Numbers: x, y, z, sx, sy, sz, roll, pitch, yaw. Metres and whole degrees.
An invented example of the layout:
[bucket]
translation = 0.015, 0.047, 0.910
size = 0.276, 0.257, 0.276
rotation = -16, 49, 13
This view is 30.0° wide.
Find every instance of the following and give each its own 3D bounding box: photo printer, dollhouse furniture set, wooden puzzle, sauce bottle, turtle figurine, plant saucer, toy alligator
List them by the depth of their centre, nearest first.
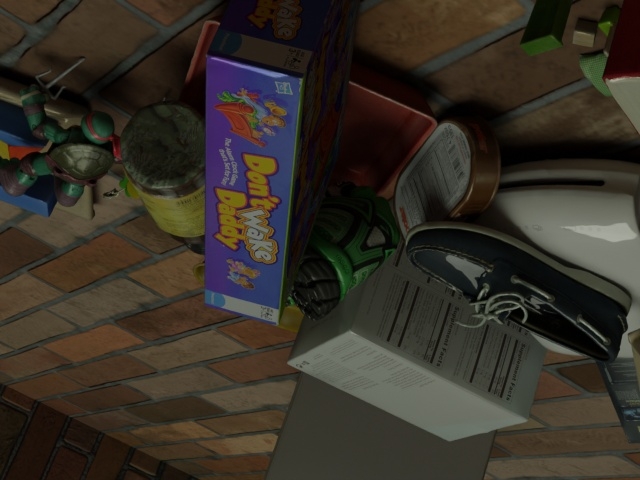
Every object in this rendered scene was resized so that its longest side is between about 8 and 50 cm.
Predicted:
[dollhouse furniture set]
translation = 0.248, -0.158, 1.071
size = 0.151, 0.058, 0.076
rotation = 37, 152, -32
[plant saucer]
translation = -0.022, -0.146, 1.323
size = 0.259, 0.048, 0.258
rotation = 22, 156, -7
[photo printer]
translation = 0.302, 0.020, 1.339
size = 0.256, 0.107, 0.307
rotation = -3, 146, 40
[sauce bottle]
translation = -0.160, -0.057, 1.441
size = 0.111, 0.111, 0.344
rotation = 17, 164, 7
[turtle figurine]
translation = -0.298, -0.121, 1.463
size = 0.175, 0.118, 0.234
rotation = 29, 139, -24
[toy alligator]
translation = -0.240, -0.088, 1.617
size = 0.189, 0.056, 0.051
rotation = -4, 106, 42
[wooden puzzle]
translation = -0.477, -0.136, 1.657
size = 0.322, 0.080, 0.348
rotation = 20, 156, 1

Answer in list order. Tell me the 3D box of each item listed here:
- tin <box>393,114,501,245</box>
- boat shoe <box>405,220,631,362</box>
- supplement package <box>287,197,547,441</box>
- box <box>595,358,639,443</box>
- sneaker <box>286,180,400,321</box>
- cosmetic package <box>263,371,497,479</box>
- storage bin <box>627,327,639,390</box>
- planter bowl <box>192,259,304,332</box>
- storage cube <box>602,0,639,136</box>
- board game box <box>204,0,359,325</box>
[tin]
translation = 0.132, -0.060, 1.290
size = 0.040, 0.106, 0.190
rotation = 1, 150, -23
[boat shoe]
translation = 0.204, 0.058, 1.265
size = 0.254, 0.079, 0.095
rotation = 24, 152, -8
[supplement package]
translation = 0.135, 0.110, 1.554
size = 0.262, 0.198, 0.199
rotation = 27, 154, -15
[box]
translation = 0.469, 0.165, 1.471
size = 0.232, 0.059, 0.183
rotation = -9, 121, 34
[sneaker]
translation = 0.000, 0.000, 1.383
size = 0.134, 0.146, 0.343
rotation = 62, 169, -16
[cosmetic package]
translation = 0.091, 0.384, 2.014
size = 0.329, 0.327, 0.394
rotation = 18, 155, 5
[storage bin]
translation = 0.488, 0.181, 1.292
size = 0.260, 0.123, 0.262
rotation = -22, 125, -2
[planter bowl]
translation = -0.066, 0.048, 1.704
size = 0.217, 0.090, 0.217
rotation = 21, 162, 7
[storage cube]
translation = 0.342, -0.145, 0.862
size = 0.183, 0.193, 0.215
rotation = -1, 147, 39
[board game box]
translation = -0.033, -0.116, 1.085
size = 0.078, 0.233, 0.347
rotation = 15, 144, 5
